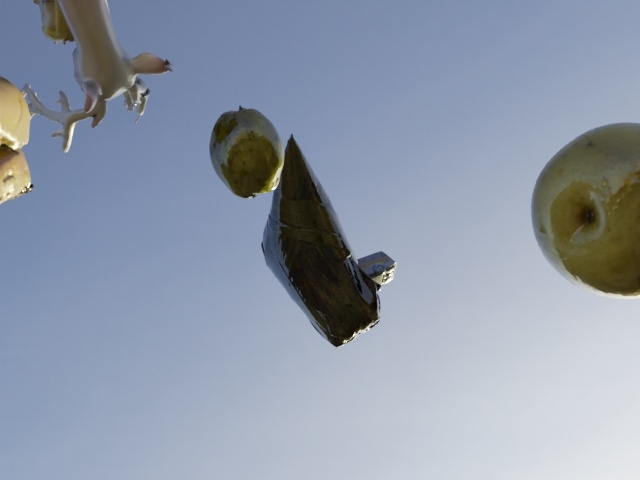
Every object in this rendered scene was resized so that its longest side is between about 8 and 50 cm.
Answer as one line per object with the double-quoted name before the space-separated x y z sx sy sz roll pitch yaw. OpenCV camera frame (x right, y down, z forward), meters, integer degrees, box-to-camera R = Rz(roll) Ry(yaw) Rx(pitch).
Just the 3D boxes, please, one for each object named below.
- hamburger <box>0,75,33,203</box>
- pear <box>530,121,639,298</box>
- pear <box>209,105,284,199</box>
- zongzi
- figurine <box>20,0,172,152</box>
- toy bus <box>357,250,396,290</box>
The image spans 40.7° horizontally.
"hamburger" -0.429 -0.084 0.796 0.304 0.284 0.174 2 -85 -3
"pear" 0.570 -0.056 1.628 0.348 0.348 0.348 -9 -41 -8
"pear" -0.103 -0.125 1.218 0.107 0.107 0.131 -13 -84 -3
"zongzi" 0.000 0.000 1.475 0.138 0.286 0.300 -21 -38 -24
"figurine" -0.343 -0.295 1.271 0.206 0.284 0.316 -15 -77 -35
"toy bus" 0.083 0.081 1.933 0.190 0.075 0.064 -17 -44 -31
